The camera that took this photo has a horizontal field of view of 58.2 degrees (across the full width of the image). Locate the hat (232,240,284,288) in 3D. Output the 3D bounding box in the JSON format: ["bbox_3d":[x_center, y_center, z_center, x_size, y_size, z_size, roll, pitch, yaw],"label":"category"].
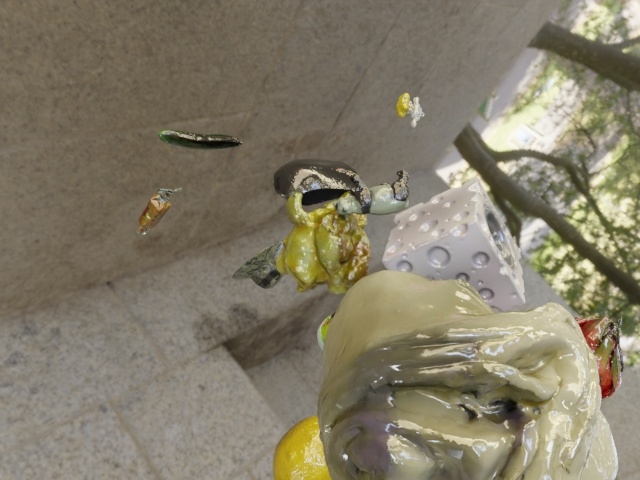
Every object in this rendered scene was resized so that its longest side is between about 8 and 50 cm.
[{"bbox_3d":[-0.212,0.122,2.322,0.266,0.128,0.265,-37,173,-5],"label":"hat"}]

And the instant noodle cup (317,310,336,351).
[{"bbox_3d":[0.190,0.324,2.113,0.294,0.293,0.308,-21,164,-47],"label":"instant noodle cup"}]

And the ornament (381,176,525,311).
[{"bbox_3d":[0.322,0.036,1.376,0.240,0.239,0.239,-25,-160,27],"label":"ornament"}]

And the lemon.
[{"bbox_3d":[-0.018,0.569,1.497,0.260,0.204,0.204,-47,162,-3],"label":"lemon"}]

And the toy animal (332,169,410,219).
[{"bbox_3d":[0.146,-0.123,1.647,0.225,0.121,0.093,-5,150,0],"label":"toy animal"}]

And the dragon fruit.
[{"bbox_3d":[0.613,0.279,1.378,0.234,0.234,0.293,-29,146,-35],"label":"dragon fruit"}]

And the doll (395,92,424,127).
[{"bbox_3d":[0.329,-0.473,2.110,0.113,0.135,0.071,-2,160,-30],"label":"doll"}]

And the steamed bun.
[{"bbox_3d":[0.140,0.206,0.652,0.340,0.351,0.247,-5,176,29],"label":"steamed bun"}]

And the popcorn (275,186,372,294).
[{"bbox_3d":[-0.001,-0.004,1.747,0.290,0.326,0.321,-38,-158,32],"label":"popcorn"}]

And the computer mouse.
[{"bbox_3d":[-0.009,-0.204,1.851,0.296,0.168,0.087,-11,137,-17],"label":"computer mouse"}]

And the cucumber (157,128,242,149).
[{"bbox_3d":[-0.370,-0.309,1.780,0.285,0.056,0.056,-2,139,-41],"label":"cucumber"}]

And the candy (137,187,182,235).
[{"bbox_3d":[-0.381,-0.070,1.322,0.182,0.046,0.053,-43,179,33],"label":"candy"}]
